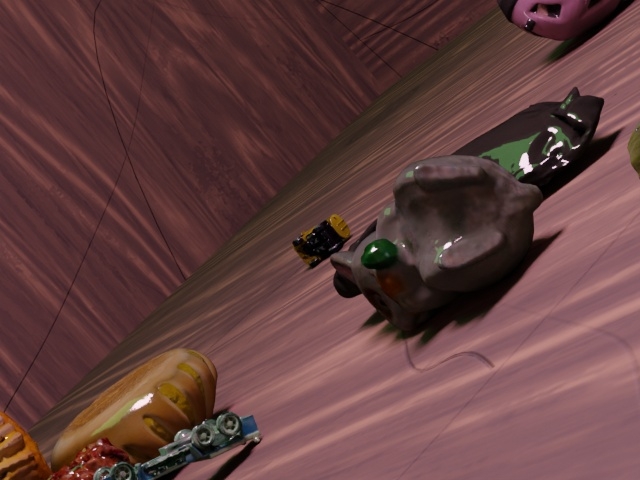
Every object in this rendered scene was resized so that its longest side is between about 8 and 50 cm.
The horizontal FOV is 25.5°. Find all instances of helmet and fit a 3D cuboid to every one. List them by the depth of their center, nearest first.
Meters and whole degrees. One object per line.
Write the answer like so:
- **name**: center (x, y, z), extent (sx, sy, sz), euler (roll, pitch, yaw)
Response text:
- **helmet**: center (0.377, -0.381, 2.027), extent (0.253, 0.154, 0.198), euler (-24, -18, -13)

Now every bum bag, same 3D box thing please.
- **bum bag**: center (0.146, -0.041, 1.390), extent (0.326, 0.080, 0.142), euler (-35, 15, 16)

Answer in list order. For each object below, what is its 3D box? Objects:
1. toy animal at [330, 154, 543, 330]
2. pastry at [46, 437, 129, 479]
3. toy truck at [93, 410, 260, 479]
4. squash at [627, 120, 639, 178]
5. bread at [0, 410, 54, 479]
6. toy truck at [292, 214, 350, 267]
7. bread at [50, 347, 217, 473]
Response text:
- **toy animal**: center (0.086, 0.016, 1.238), extent (0.251, 0.127, 0.125), euler (138, 151, -63)
- **pastry**: center (-0.256, 0.288, 1.369), extent (0.115, 0.097, 0.208), euler (-9, 29, 45)
- **toy truck**: center (-0.131, 0.220, 1.301), extent (0.175, 0.081, 0.067), euler (-23, -2, -28)
- **squash**: center (0.302, -0.107, 0.962), extent (0.229, 0.066, 0.066), euler (-36, 7, 43)
- **bread**: center (-0.394, 0.309, 1.513), extent (0.156, 0.204, 0.288), euler (-27, -22, -54)
- **toy truck**: center (0.000, 0.000, 2.063), extent (0.083, 0.049, 0.054), euler (-33, 9, 46)
- **bread**: center (-0.196, 0.205, 1.553), extent (0.213, 0.105, 0.213), euler (-37, 5, 4)
